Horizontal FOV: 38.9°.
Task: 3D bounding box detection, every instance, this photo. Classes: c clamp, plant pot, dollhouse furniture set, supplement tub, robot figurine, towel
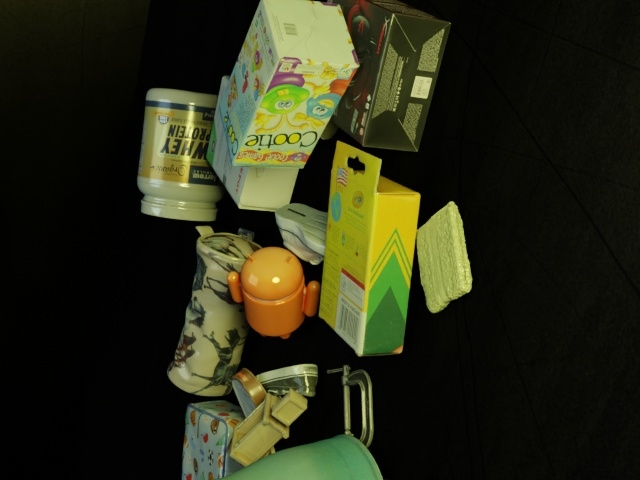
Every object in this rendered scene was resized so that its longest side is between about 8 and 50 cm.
[{"bbox_3d":[0.058,0.295,1.612,0.137,0.022,0.160,-34,54,53],"label":"c clamp"},{"bbox_3d":[-0.056,0.475,1.516,0.272,0.255,0.271,2,92,63],"label":"plant pot"},{"bbox_3d":[-0.054,0.373,1.758,0.182,0.161,0.101,-46,17,19],"label":"dollhouse furniture set"},{"bbox_3d":[-0.344,-0.217,2.305,0.228,0.228,0.316,-161,76,-64],"label":"supplement tub"},{"bbox_3d":[-0.090,0.101,1.792,0.158,0.128,0.219,38,149,33],"label":"robot figurine"},{"bbox_3d":[0.186,0.026,1.370,0.110,0.027,0.148,-44,46,54],"label":"towel"}]

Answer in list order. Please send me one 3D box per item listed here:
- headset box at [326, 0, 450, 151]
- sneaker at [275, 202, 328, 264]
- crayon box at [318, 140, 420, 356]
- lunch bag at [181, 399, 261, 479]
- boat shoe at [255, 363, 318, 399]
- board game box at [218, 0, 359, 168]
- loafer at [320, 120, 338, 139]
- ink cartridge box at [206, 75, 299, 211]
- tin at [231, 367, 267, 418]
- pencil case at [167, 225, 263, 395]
[{"bbox_3d":[0.083,-0.302,1.546,0.293,0.110,0.218,-131,49,-57],"label":"headset box"},{"bbox_3d":[0.000,0.000,1.726,0.258,0.094,0.091,33,144,59],"label":"sneaker"},{"bbox_3d":[0.078,0.007,1.500,0.202,0.081,0.318,-141,54,-65],"label":"crayon box"},{"bbox_3d":[-0.230,0.502,2.082,0.303,0.115,0.243,1,89,64],"label":"lunch bag"},{"bbox_3d":[-0.075,0.298,1.823,0.219,0.078,0.070,-31,58,58],"label":"boat shoe"},{"bbox_3d":[-0.062,-0.262,1.552,0.275,0.142,0.144,123,140,-50],"label":"board game box"},{"bbox_3d":[-0.026,-0.280,1.793,0.087,0.094,0.251,-67,30,25],"label":"loafer"},{"bbox_3d":[-0.145,-0.216,2.005,0.289,0.121,0.211,-127,47,-55],"label":"ink cartridge box"},{"bbox_3d":[-0.133,0.347,1.878,0.106,0.040,0.189,36,150,51],"label":"tin"},{"bbox_3d":[-0.246,0.173,2.106,0.183,0.160,0.410,39,123,41],"label":"pencil case"}]
